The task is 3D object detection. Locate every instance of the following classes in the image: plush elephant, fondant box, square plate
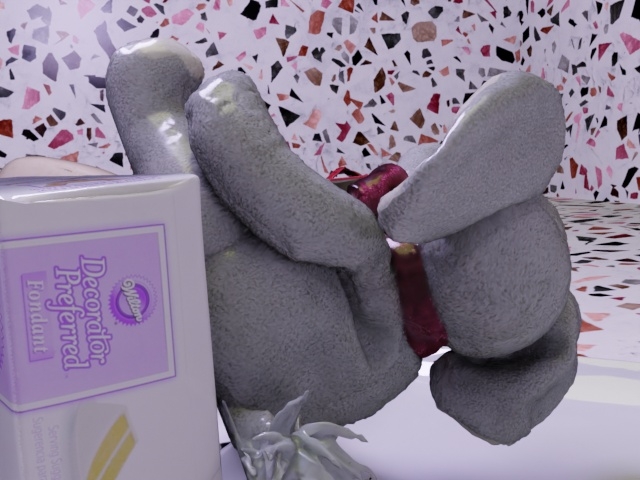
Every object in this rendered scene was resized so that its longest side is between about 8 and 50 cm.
[{"bbox_3d":[0.037,0.012,0.472,0.255,0.272,0.330,-20,40,-13],"label":"plush elephant"},{"bbox_3d":[-0.178,0.082,0.447,0.096,0.238,0.330,-8,9,-37],"label":"fondant box"},{"bbox_3d":[0.134,0.149,0.523,0.347,0.049,0.344,1,8,28],"label":"square plate"}]

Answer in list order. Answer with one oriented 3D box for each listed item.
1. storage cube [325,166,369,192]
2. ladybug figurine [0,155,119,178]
[{"bbox_3d":[0.000,0.000,1.142,0.193,0.215,0.183,-5,5,41],"label":"storage cube"},{"bbox_3d":[-0.258,0.040,0.863,0.449,0.162,0.305,4,-33,51],"label":"ladybug figurine"}]
